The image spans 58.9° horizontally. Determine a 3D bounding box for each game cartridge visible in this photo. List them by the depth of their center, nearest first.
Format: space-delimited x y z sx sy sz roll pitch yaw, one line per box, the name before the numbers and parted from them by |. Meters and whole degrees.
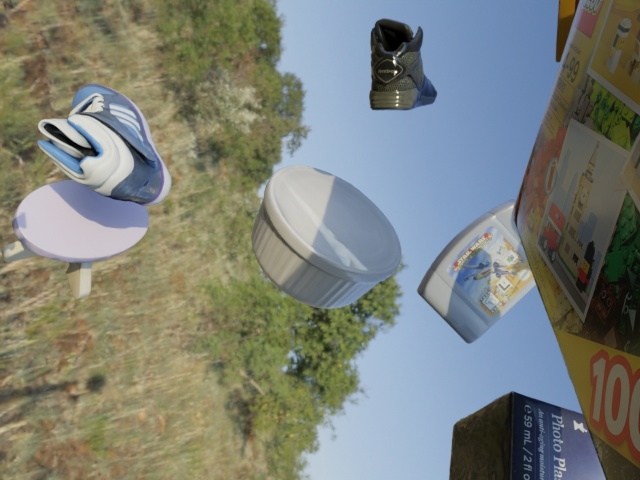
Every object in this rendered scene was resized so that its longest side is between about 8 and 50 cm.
game cartridge | 0.368 0.063 1.252 0.198 0.297 0.062 44 5 -14

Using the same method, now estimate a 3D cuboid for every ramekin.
ramekin | 0.000 0.000 1.011 0.127 0.272 0.273 -53 -141 31

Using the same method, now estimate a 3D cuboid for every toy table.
toy table | -0.521 -0.018 1.196 0.160 0.274 0.252 -31 -113 39

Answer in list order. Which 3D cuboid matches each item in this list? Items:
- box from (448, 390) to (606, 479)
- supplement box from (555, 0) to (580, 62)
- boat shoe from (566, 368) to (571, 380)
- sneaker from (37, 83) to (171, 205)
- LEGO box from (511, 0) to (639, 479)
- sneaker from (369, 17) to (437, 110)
box | 0.322 0.385 0.697 0.183 0.293 0.297 116 -9 -55
supplement box | 0.431 -0.321 0.730 0.194 0.191 0.129 13 -50 32
boat shoe | 0.455 0.107 0.953 0.109 0.098 0.303 -20 -113 43
sneaker | -0.419 -0.207 1.025 0.323 0.130 0.236 53 8 20
LEGO box | 0.326 -0.047 0.424 0.500 0.193 0.373 -76 174 -59
sneaker | 0.134 -0.275 0.888 0.227 0.087 0.131 -33 128 -62
